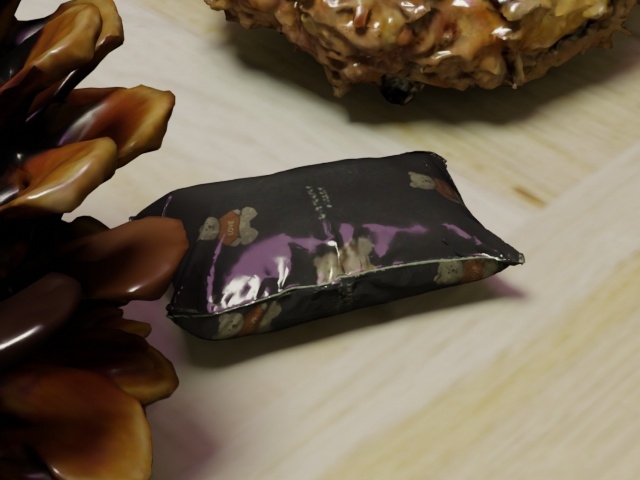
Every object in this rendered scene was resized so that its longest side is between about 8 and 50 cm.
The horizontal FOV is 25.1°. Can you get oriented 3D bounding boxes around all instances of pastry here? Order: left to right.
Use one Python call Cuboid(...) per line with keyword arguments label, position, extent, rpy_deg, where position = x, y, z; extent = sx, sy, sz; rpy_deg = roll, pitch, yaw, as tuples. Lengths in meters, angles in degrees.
Cuboid(label="pastry", position=(0.058, -0.195, 0.725), extent=(0.274, 0.193, 0.275), rpy_deg=(-2, 37, 2))

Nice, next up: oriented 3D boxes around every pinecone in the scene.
Cuboid(label="pinecone", position=(-0.160, -0.014, 0.484), extent=(0.264, 0.264, 0.264), rpy_deg=(-3, 39, 2))

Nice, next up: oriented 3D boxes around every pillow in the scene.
Cuboid(label="pillow", position=(0.000, 0.000, 0.606), extent=(0.150, 0.048, 0.090), rpy_deg=(-12, 50, -14))
